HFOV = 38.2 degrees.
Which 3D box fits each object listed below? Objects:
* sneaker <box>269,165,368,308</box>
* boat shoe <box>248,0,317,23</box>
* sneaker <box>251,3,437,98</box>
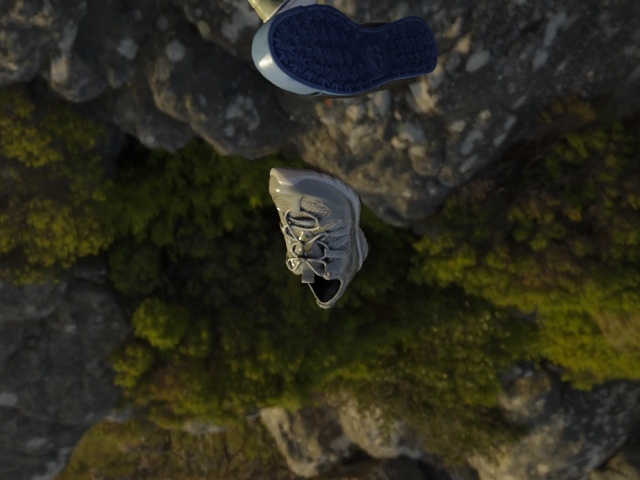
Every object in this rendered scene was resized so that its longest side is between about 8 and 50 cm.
[{"bbox_3d":[0.000,0.000,1.245,0.105,0.115,0.281,8,154,25],"label":"sneaker"},{"bbox_3d":[-0.008,-0.459,1.499,0.094,0.302,0.109,45,150,-17],"label":"boat shoe"},{"bbox_3d":[0.010,-0.160,0.831,0.090,0.081,0.232,-12,180,41],"label":"sneaker"}]
